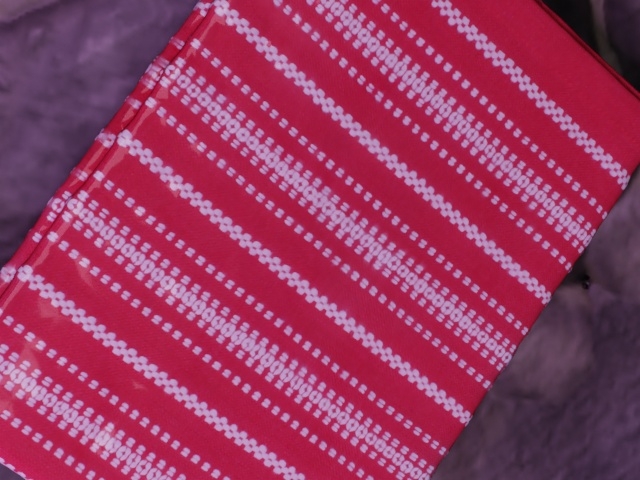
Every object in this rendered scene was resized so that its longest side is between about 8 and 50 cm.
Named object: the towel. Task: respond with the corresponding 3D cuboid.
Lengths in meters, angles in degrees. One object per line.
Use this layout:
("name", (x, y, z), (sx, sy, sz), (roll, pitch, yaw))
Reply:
("towel", (0.000, 0.000, 0.627), (0.199, 0.031, 0.275), (39, 82, -24))
